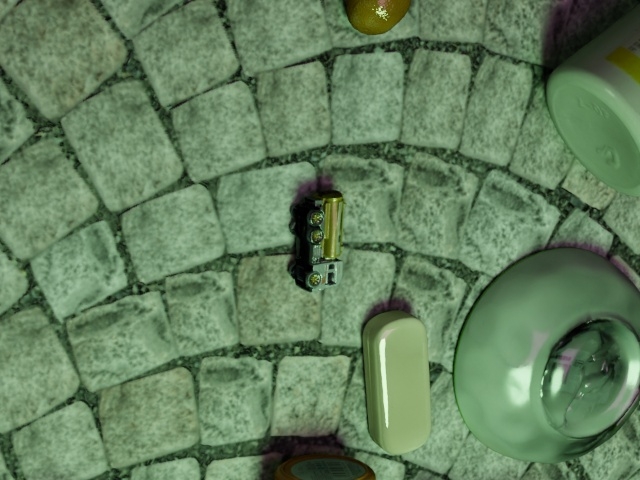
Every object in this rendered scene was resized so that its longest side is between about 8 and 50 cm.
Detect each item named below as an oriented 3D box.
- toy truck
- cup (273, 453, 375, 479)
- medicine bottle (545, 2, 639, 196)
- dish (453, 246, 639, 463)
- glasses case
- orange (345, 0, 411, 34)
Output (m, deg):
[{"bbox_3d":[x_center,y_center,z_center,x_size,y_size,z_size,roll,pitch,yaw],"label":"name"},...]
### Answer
[{"bbox_3d":[0.000,0.000,1.463,0.062,0.052,0.123,-6,105,-31],"label":"toy truck"},{"bbox_3d":[0.023,0.424,1.509,0.182,0.226,0.264,-13,106,-59],"label":"cup"},{"bbox_3d":[0.486,-0.234,1.542,0.339,0.208,0.208,-38,117,-11],"label":"medicine bottle"},{"bbox_3d":[0.355,0.180,1.643,0.324,0.124,0.324,-7,108,-24],"label":"dish"},{"bbox_3d":[0.103,0.190,1.566,0.083,0.050,0.196,-12,109,-25],"label":"glasses case"},{"bbox_3d":[0.069,-0.285,1.404,0.085,0.085,0.085,-7,107,-24],"label":"orange"}]
